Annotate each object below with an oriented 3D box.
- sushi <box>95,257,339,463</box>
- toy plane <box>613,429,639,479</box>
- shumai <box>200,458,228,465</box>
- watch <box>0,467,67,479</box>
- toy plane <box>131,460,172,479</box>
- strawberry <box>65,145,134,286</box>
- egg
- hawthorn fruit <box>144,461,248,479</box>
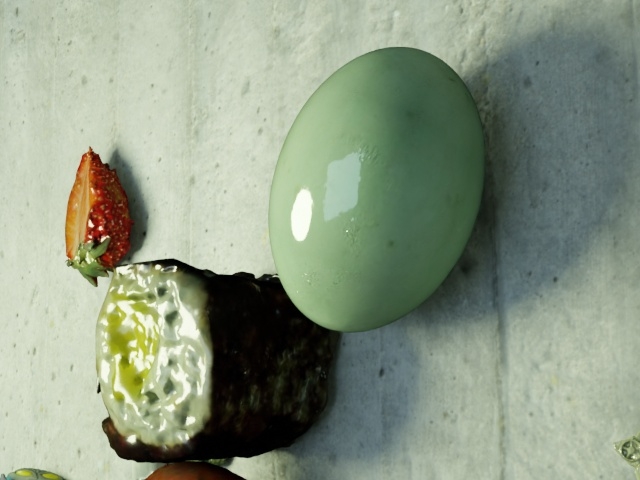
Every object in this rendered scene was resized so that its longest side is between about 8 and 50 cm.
[{"bbox_3d":[-0.161,0.182,1.490,0.281,0.294,0.299,21,97,36],"label":"sushi"},{"bbox_3d":[0.392,0.345,1.147,0.108,0.092,0.286,-21,69,13],"label":"toy plane"},{"bbox_3d":[-0.197,0.329,1.634,0.082,0.080,0.083,-39,59,27],"label":"shumai"},{"bbox_3d":[-0.539,0.565,1.799,0.305,0.241,0.274,-128,54,-65],"label":"watch"},{"bbox_3d":[-0.280,0.361,1.681,0.174,0.080,0.174,-178,90,-77],"label":"toy plane"},{"bbox_3d":[-0.408,-0.046,1.865,0.174,0.098,0.228,-49,42,42],"label":"strawberry"},{"bbox_3d":[0.074,-0.065,1.345,0.276,0.276,0.389,26,101,39],"label":"egg"},{"bbox_3d":[-0.149,0.479,1.455,0.308,0.324,0.308,-162,90,-85],"label":"hawthorn fruit"}]
